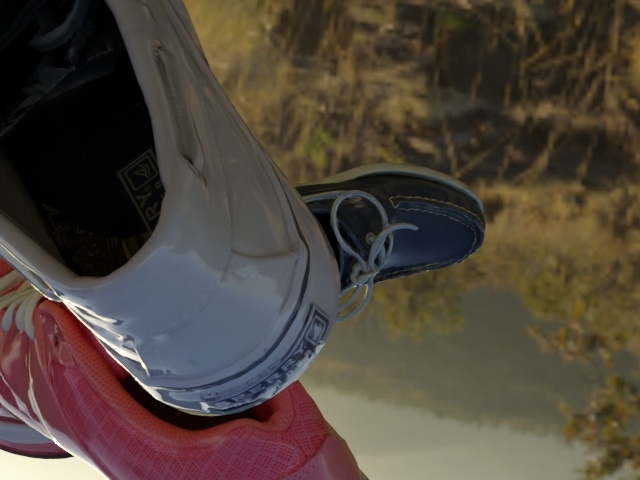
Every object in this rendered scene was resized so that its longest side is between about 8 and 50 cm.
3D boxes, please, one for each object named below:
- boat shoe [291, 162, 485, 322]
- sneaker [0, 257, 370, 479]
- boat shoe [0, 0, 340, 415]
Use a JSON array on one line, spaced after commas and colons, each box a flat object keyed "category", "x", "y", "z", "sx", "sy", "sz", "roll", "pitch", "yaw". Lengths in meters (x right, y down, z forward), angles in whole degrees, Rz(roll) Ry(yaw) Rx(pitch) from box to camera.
[{"category": "boat shoe", "x": 0.000, "y": 0.000, "z": 0.926, "sx": 0.254, "sy": 0.095, "sz": 0.079, "roll": 4, "pitch": -148, "yaw": -25}, {"category": "sneaker", "x": -0.093, "y": 0.045, "z": 0.653, "sx": 0.314, "sy": 0.116, "sz": 0.136, "roll": 29, "pitch": 146, "yaw": 34}, {"category": "boat shoe", "x": -0.093, "y": -0.058, "z": 0.440, "sx": 0.096, "sy": 0.267, "sz": 0.088, "roll": -37, "pitch": 143, "yaw": 5}]
